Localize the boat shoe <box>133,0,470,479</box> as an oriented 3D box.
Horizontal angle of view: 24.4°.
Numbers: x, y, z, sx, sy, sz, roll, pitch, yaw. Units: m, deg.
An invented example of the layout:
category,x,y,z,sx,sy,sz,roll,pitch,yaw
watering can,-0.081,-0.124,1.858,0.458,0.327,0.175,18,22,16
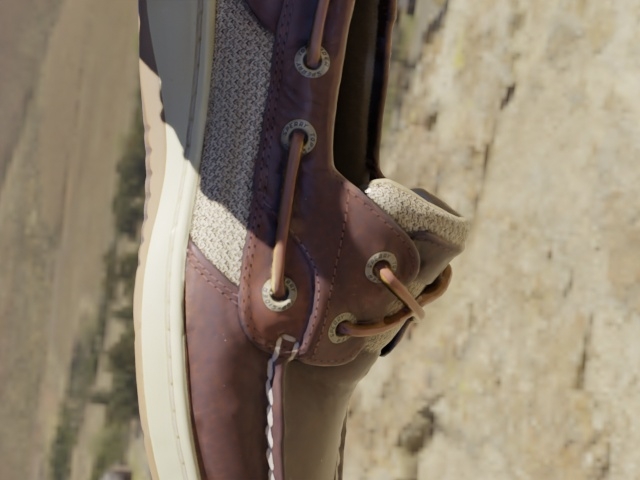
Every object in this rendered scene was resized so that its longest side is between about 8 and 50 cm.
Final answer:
category,x,y,z,sx,sy,sz,roll,pitch,yaw
boat shoe,0.000,0.000,0.615,0.123,0.123,0.342,-4,-87,-75
